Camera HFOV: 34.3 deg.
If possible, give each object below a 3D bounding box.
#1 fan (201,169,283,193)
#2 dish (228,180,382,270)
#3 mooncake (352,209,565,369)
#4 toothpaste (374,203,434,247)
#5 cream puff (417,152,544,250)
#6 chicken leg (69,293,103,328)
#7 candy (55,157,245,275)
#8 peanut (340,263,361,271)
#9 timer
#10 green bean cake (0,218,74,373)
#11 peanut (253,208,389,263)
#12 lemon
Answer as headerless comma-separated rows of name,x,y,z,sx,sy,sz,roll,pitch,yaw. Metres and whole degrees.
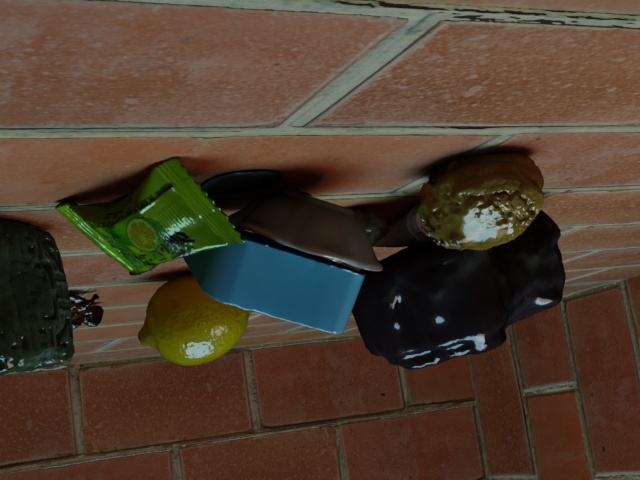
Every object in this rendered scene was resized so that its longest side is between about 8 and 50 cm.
fan,-0.137,-0.074,1.399,0.175,0.005,0.113,-9,171,-3
dish,-0.014,-0.027,1.441,0.229,0.081,0.229,19,-179,0
mooncake,0.229,0.085,1.796,0.381,0.212,0.350,-21,-175,-38
toothpaste,0.154,-0.017,1.811,0.100,0.066,0.323,-13,176,-11
cream puff,0.230,-0.051,1.485,0.189,0.129,0.189,-10,167,-2
chicken leg,-0.547,0.156,2.175,0.177,0.083,0.322,-21,170,-12
candy,-0.223,-0.020,1.327,0.246,0.069,0.149,-20,123,37
peanut,0.053,0.095,2.204,0.140,0.109,0.159,-21,176,-8
timer,-0.087,0.035,1.466,0.232,0.091,0.250,17,-175,-27
green bean cake,-0.445,0.086,1.425,0.125,0.222,0.227,-11,173,18
peanut,0.000,-0.001,1.695,0.228,0.085,0.104,-8,152,-8
lemon,-0.250,0.156,2.083,0.244,0.187,0.187,-16,170,-3
